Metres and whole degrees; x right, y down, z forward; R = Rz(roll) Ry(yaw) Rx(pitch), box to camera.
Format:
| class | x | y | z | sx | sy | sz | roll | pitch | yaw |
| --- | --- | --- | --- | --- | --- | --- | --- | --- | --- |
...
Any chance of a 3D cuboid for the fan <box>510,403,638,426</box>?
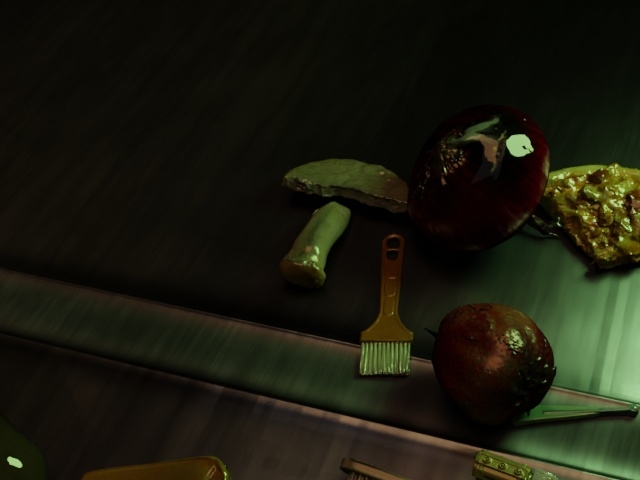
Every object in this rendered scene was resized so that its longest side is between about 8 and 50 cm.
| class | x | y | z | sx | sy | sz | roll | pitch | yaw |
| --- | --- | --- | --- | --- | --- | --- | --- | --- | --- |
| fan | 0.386 | 0.260 | 1.521 | 0.193 | 0.016 | 0.038 | -4 | 45 | 6 |

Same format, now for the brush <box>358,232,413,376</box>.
| class | x | y | z | sx | sy | sz | roll | pitch | yaw |
| --- | --- | --- | --- | --- | --- | --- | --- | --- | --- |
| brush | 0.118 | 0.102 | 1.708 | 0.090 | 0.017 | 0.314 | 0 | 47 | 9 |

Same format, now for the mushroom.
| class | x | y | z | sx | sy | sz | roll | pitch | yaw |
| --- | --- | --- | --- | --- | --- | --- | --- | --- | --- |
| mushroom | 0.000 | 0.000 | 1.786 | 0.084 | 0.071 | 0.209 | 17 | 48 | 15 |

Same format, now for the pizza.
| class | x | y | z | sx | sy | sz | roll | pitch | yaw |
| --- | --- | --- | --- | --- | --- | --- | --- | --- | --- |
| pizza | 0.529 | -0.045 | 1.737 | 0.335 | 0.086 | 0.226 | 16 | 50 | 19 |

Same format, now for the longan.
| class | x | y | z | sx | sy | sz | roll | pitch | yaw |
| --- | --- | --- | --- | --- | --- | --- | --- | --- | --- |
| longan | -0.508 | 0.346 | 1.455 | 0.220 | 0.197 | 0.196 | 30 | 58 | 23 |

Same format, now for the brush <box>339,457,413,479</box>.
| class | x | y | z | sx | sy | sz | roll | pitch | yaw |
| --- | --- | --- | --- | --- | --- | --- | --- | --- | --- |
| brush | 0.174 | 0.387 | 1.410 | 0.327 | 0.070 | 0.065 | 15 | 69 | 18 |

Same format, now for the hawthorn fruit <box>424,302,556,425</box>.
| class | x | y | z | sx | sy | sz | roll | pitch | yaw |
| --- | --- | --- | --- | --- | --- | --- | --- | --- | --- |
| hawthorn fruit | 0.240 | 0.170 | 1.523 | 0.181 | 0.181 | 0.235 | -35 | 43 | -23 |

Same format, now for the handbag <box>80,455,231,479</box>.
| class | x | y | z | sx | sy | sz | roll | pitch | yaw |
| --- | --- | --- | --- | --- | --- | --- | --- | --- | --- |
| handbag | -0.250 | 0.490 | 1.309 | 0.282 | 0.133 | 0.401 | -5 | 49 | 19 |

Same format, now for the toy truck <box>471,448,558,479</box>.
| class | x | y | z | sx | sy | sz | roll | pitch | yaw |
| --- | --- | --- | --- | --- | --- | --- | --- | --- | --- |
| toy truck | 0.278 | 0.344 | 1.428 | 0.123 | 0.063 | 0.052 | 17 | 51 | 22 |

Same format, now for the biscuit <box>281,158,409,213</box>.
| class | x | y | z | sx | sy | sz | roll | pitch | yaw |
| --- | --- | --- | --- | --- | --- | --- | --- | --- | --- |
| biscuit | 0.064 | -0.113 | 1.881 | 0.249 | 0.032 | 0.133 | 12 | 34 | 15 |

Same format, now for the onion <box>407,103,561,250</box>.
| class | x | y | z | sx | sy | sz | roll | pitch | yaw |
| --- | --- | --- | --- | --- | --- | --- | --- | --- | --- |
| onion | 0.293 | -0.095 | 1.753 | 0.273 | 0.285 | 0.273 | -34 | 39 | 33 |
